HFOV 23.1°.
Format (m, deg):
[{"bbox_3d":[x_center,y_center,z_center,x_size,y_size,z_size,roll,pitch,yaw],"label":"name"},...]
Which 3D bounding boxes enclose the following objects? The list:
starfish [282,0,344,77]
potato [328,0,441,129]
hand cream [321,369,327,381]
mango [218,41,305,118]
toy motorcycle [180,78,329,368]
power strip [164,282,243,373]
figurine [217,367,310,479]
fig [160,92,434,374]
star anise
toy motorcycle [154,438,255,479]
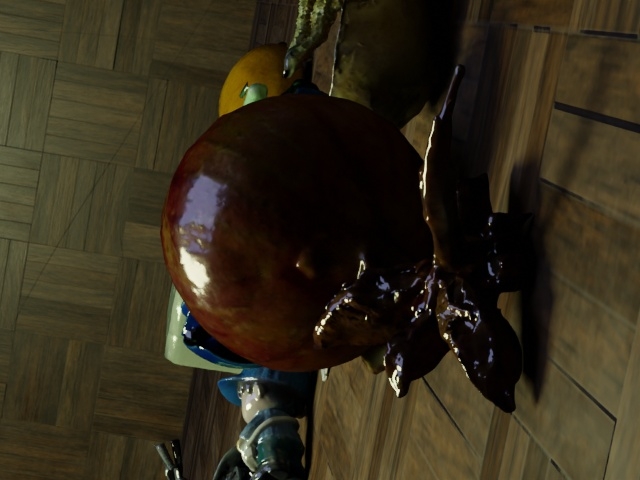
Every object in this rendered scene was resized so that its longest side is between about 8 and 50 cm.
[{"bbox_3d":[0.031,-0.342,1.510,0.358,0.078,0.347,-54,30,24],"label":"starfish"},{"bbox_3d":[0.054,-0.165,1.191,0.164,0.081,0.200,96,-179,-52],"label":"potato"},{"bbox_3d":[0.015,0.036,1.425,0.052,0.038,0.216,-54,-20,-44],"label":"hand cream"},{"bbox_3d":[-0.076,-0.162,2.067,0.147,0.109,0.227,-41,33,39],"label":"mango"},{"bbox_3d":[-0.060,-0.002,1.500,0.196,0.125,0.331,-95,24,-45],"label":"toy motorcycle"},{"bbox_3d":[-0.107,0.034,1.913,0.140,0.139,0.224,-97,18,-67],"label":"power strip"},{"bbox_3d":[-0.049,0.175,1.541,0.087,0.086,0.149,-44,37,29],"label":"figurine"},{"bbox_3d":[-0.001,-0.001,1.054,0.205,0.205,0.205,-171,90,-83],"label":"fig"},{"bbox_3d":[0.053,0.001,0.820,0.140,0.144,0.158,-52,37,-9],"label":"star anise"},{"bbox_3d":[-0.132,0.373,1.627,0.213,0.125,0.358,20,96,63],"label":"toy motorcycle"}]
